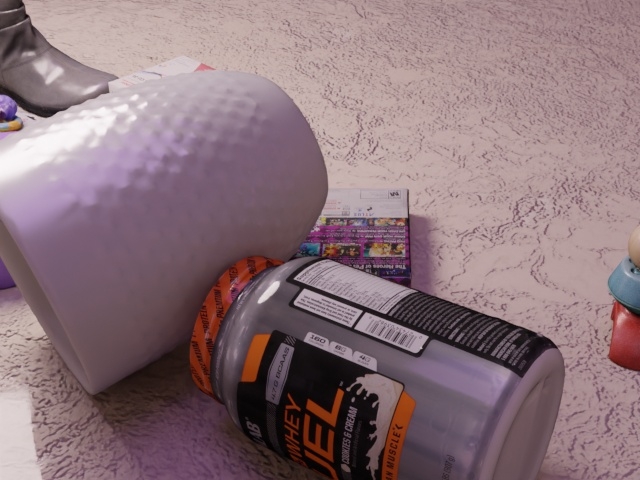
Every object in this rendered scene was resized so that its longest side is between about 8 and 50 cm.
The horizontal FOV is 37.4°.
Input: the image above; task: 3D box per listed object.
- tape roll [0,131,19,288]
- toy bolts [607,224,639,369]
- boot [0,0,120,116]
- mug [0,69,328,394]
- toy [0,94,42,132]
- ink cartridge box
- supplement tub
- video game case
[{"bbox_3d":[-0.437,-0.046,1.267,0.274,0.090,0.275,-1,34,1],"label":"tape roll"},{"bbox_3d":[0.428,0.040,1.026,0.228,0.159,0.218,4,34,9],"label":"toy bolts"},{"bbox_3d":[-0.493,-0.340,1.592,0.338,0.223,0.118,12,35,20],"label":"boot"},{"bbox_3d":[-0.185,-0.028,1.065,0.328,0.276,0.374,-30,2,-21],"label":"mug"},{"bbox_3d":[-0.543,-0.201,1.488,0.136,0.056,0.237,24,27,31],"label":"toy"},{"bbox_3d":[-0.266,-0.234,1.562,0.115,0.067,0.198,27,44,36],"label":"ink cartridge box"},{"bbox_3d":[0.046,0.131,0.878,0.315,0.194,0.193,19,39,30],"label":"supplement tub"},{"bbox_3d":[0.000,0.000,1.214,0.231,0.042,0.210,0,34,4],"label":"video game case"}]
